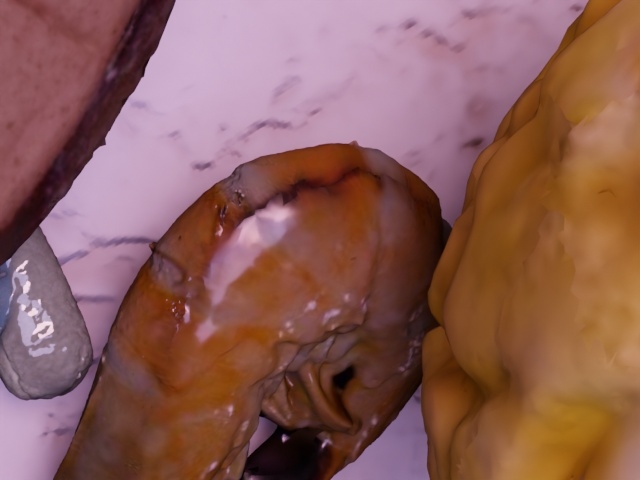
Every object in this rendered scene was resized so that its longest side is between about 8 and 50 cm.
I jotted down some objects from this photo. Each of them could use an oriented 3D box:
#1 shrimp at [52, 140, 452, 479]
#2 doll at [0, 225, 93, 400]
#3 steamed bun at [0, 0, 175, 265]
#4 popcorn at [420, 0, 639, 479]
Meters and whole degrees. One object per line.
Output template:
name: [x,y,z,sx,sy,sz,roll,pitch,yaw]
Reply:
shrimp: [-0.039,0.085,0.682,0.152,0.063,0.287,16,114,-38]
doll: [-0.191,0.018,0.623,0.214,0.071,0.104,9,101,-17]
steamed bun: [-0.184,-0.126,0.520,0.301,0.199,0.251,-59,140,-13]
popcorn: [0.209,0.033,0.601,0.344,0.354,0.390,-13,129,21]
